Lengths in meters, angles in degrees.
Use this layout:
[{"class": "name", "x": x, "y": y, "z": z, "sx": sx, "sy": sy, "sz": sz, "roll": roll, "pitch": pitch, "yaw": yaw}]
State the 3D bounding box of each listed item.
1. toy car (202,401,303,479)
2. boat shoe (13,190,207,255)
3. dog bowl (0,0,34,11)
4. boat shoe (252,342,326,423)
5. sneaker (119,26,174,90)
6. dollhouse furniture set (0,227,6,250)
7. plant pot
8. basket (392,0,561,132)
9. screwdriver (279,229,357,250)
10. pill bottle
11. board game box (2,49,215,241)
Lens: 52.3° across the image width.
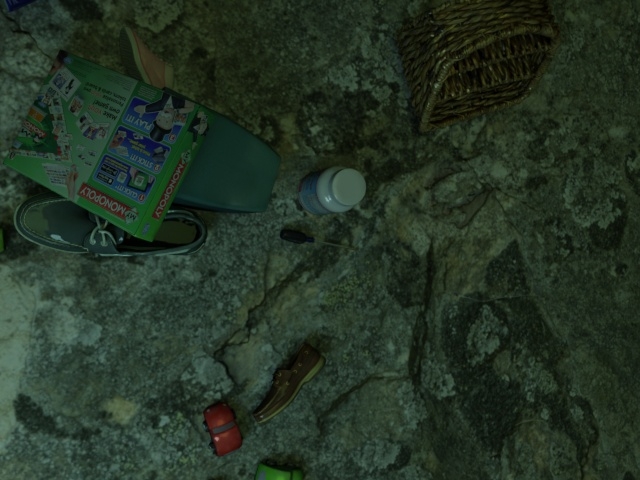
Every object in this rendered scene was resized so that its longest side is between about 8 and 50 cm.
[{"class": "toy car", "x": -0.130, "y": 0.436, "z": 1.208, "sx": 0.225, "sy": 0.053, "sz": 0.239, "roll": 16, "pitch": 84, "yaw": -20}, {"class": "boat shoe", "x": -0.348, "y": -0.029, "z": 1.106, "sx": 0.320, "sy": 0.099, "sz": 0.116, "roll": 7, "pitch": 87, "yaw": -21}, {"class": "dog bowl", "x": -0.497, "y": -0.483, "z": 0.966, "sx": 0.104, "sy": 0.265, "sz": 0.265, "roll": -36, "pitch": 102, "yaw": -15}, {"class": "boat shoe", "x": -0.068, "y": 0.268, "z": 1.234, "sx": 0.178, "sy": 0.064, "sz": 0.060, "roll": -44, "pitch": 99, "yaw": -23}, {"class": "sneaker", "x": -0.305, "y": -0.317, "z": 1.157, "sx": 0.070, "sy": 0.051, "sz": 0.134, "roll": -20, "pitch": 86, "yaw": -38}, {"class": "dollhouse furniture set", "x": -0.584, "y": 0.007, "z": 1.034, "sx": 0.152, "sy": 0.058, "sz": 0.076, "roll": -2, "pitch": 90, "yaw": -22}, {"class": "plant pot", "x": -0.202, "y": -0.134, "z": 1.137, "sx": 0.234, "sy": 0.165, "sz": 0.165, "roll": 18, "pitch": 83, "yaw": -26}, {"class": "basket", "x": 0.336, "y": -0.370, "z": 1.318, "sx": 0.299, "sy": 0.213, "sz": 0.223, "roll": -18, "pitch": 95, "yaw": -20}, {"class": "screwdriver", "x": 0.000, "y": 0.000, "z": 1.284, "sx": 0.170, "sy": 0.024, "sz": 0.025, "roll": 7, "pitch": 115, "yaw": -23}, {"class": "pill bottle", "x": 0.022, "y": -0.093, "z": 1.219, "sx": 0.087, "sy": 0.160, "sz": 0.087, "roll": 0, "pitch": 89, "yaw": -22}, {"class": "board game box", "x": -0.338, "y": -0.156, "z": 1.015, "sx": 0.317, "sy": 0.046, "sz": 0.213, "roll": 26, "pitch": 89, "yaw": 26}]
